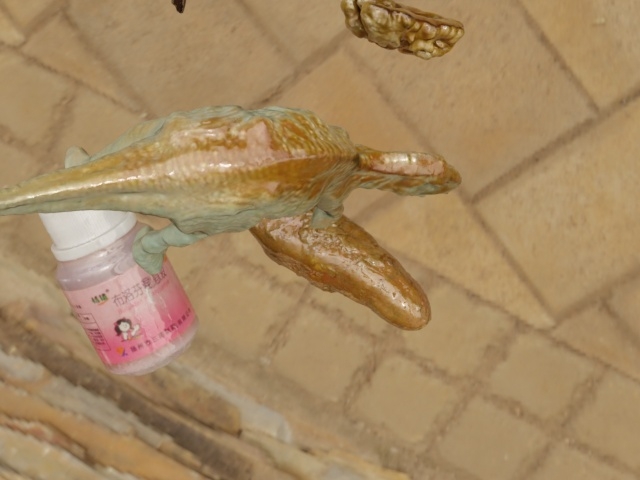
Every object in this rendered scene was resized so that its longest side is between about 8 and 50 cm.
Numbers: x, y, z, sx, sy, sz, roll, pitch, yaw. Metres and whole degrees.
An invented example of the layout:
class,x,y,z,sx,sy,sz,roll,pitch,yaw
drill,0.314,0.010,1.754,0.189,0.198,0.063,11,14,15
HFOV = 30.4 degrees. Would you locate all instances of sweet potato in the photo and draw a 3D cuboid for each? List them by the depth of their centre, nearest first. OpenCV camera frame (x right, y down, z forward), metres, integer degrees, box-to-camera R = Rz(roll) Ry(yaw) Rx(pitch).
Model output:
class,x,y,z,sx,sy,sz,roll,pitch,yaw
sweet potato,-0.012,-0.001,1.418,0.354,0.106,0.095,40,118,32

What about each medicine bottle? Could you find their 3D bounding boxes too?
class,x,y,z,sx,sy,sz,roll,pitch,yaw
medicine bottle,-0.264,0.045,1.519,0.147,0.147,0.247,-17,112,18

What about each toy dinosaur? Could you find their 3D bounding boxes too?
class,x,y,z,sx,sy,sz,roll,pitch,yaw
toy dinosaur,-0.100,-0.034,0.739,0.205,0.392,0.092,-12,79,46

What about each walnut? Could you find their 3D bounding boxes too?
class,x,y,z,sx,sy,sz,roll,pitch,yaw
walnut,0.110,-0.290,1.603,0.170,0.143,0.069,8,104,-29

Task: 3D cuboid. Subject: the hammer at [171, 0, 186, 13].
class,x,y,z,sx,sy,sz,roll,pitch,yaw
hammer,-0.175,-0.342,1.450,0.065,0.021,0.178,17,152,0
